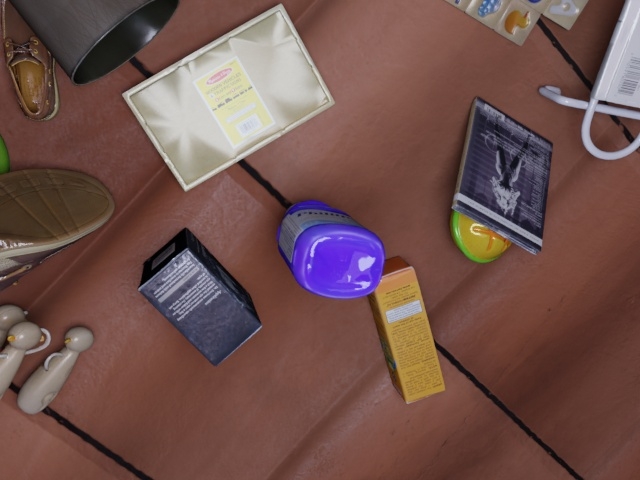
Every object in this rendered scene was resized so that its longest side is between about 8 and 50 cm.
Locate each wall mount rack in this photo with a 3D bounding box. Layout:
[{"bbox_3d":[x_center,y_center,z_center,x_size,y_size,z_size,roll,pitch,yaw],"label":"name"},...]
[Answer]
[{"bbox_3d":[0.530,-0.303,0.993,0.304,0.130,0.350,8,114,-11],"label":"wall mount rack"}]

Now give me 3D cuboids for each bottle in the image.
[{"bbox_3d":[0.000,0.000,0.881,0.118,0.283,0.092,6,101,-13],"label":"bottle"}]

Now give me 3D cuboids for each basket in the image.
[{"bbox_3d":[-0.328,-0.340,0.799,0.227,0.204,0.154,45,134,-11],"label":"basket"}]

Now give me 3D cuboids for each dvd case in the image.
[{"bbox_3d":[0.294,-0.106,0.995,0.165,0.018,0.221,27,59,-16],"label":"dvd case"}]

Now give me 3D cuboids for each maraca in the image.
[{"bbox_3d":[0.281,-0.045,1.033,0.185,0.099,0.127,-47,112,-26],"label":"maraca"}]

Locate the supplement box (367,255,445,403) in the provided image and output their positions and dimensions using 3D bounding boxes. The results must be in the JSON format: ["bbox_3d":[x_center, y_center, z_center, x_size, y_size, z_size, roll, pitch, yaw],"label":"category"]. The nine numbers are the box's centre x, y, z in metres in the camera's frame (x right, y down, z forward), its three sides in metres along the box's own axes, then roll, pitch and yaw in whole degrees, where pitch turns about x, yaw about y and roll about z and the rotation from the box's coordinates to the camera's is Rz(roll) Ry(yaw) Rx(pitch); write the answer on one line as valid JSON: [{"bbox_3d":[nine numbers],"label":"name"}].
[{"bbox_3d":[0.139,0.151,1.053,0.080,0.078,0.233,-21,105,-7],"label":"supplement box"}]

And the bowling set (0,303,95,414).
[{"bbox_3d":[-0.482,0.135,0.868,0.200,0.287,0.154,38,91,15],"label":"bowling set"}]

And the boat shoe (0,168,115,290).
[{"bbox_3d":[-0.444,0.006,0.841,0.342,0.123,0.123,-33,80,-41],"label":"boat shoe"}]

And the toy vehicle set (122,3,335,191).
[{"bbox_3d":[-0.132,-0.210,0.934,0.267,0.035,0.166,-31,107,-4],"label":"toy vehicle set"}]

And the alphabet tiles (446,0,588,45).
[{"bbox_3d":[0.294,-0.478,0.947,0.343,0.011,0.285,24,109,-16],"label":"alphabet tiles"}]

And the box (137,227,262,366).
[{"bbox_3d":[-0.178,0.078,0.928,0.093,0.156,0.158,-41,108,-2],"label":"box"}]

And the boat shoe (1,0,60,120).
[{"bbox_3d":[-0.396,-0.252,0.855,0.064,0.060,0.178,-8,104,-10],"label":"boat shoe"}]

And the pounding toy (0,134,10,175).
[{"bbox_3d":[-0.537,-0.075,0.840,0.183,0.110,0.236,22,97,-16],"label":"pounding toy"}]
